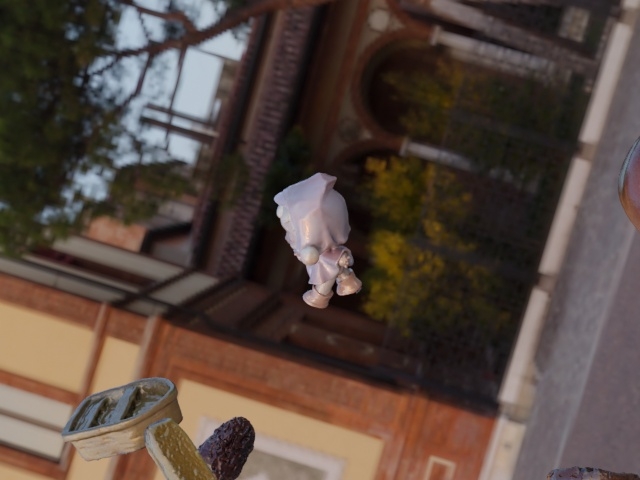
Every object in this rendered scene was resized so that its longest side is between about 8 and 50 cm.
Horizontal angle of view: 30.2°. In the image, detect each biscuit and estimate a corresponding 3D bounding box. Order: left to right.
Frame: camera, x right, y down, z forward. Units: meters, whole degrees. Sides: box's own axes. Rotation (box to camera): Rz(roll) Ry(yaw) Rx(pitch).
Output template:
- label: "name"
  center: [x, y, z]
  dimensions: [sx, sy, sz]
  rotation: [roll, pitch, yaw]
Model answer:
- label: "biscuit"
  center: [-0.175, 0.326, 1.591]
  dimensions: [0.052, 0.188, 0.056]
  rotation: [-18, -31, -34]
- label: "biscuit"
  center: [0.523, 0.459, 2.239]
  dimensions: [0.192, 0.192, 0.049]
  rotation: [93, -172, -68]

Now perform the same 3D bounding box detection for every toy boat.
- label: "toy boat"
  center: [-0.289, 0.269, 1.810]
  dimensions: [0.061, 0.188, 0.116]
  rotation: [64, -158, -21]

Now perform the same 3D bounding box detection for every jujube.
- label: "jujube"
  center: [-0.188, 0.415, 2.353]
  dimensions: [0.104, 0.104, 0.166]
  rotation: [100, -164, -51]

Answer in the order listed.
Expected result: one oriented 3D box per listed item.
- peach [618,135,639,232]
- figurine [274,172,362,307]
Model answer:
- label: "peach"
  center: [0.526, -0.084, 1.587]
  dimensions: [0.252, 0.252, 0.253]
  rotation: [16, -90, -84]
- label: "figurine"
  center: [0.000, -0.001, 2.302]
  dimensions: [0.200, 0.133, 0.276]
  rotation: [-97, -9, -61]
